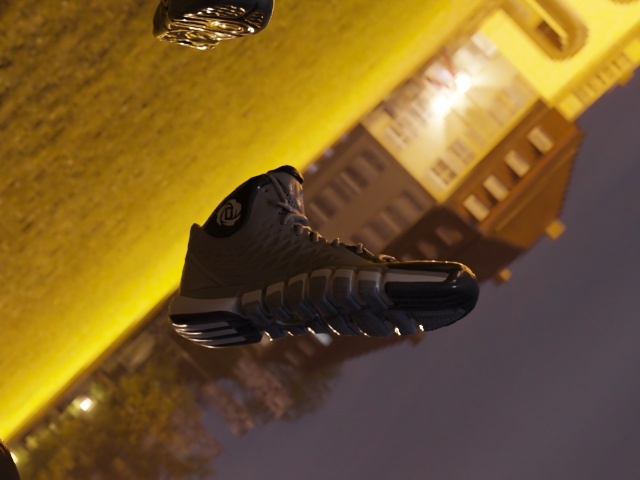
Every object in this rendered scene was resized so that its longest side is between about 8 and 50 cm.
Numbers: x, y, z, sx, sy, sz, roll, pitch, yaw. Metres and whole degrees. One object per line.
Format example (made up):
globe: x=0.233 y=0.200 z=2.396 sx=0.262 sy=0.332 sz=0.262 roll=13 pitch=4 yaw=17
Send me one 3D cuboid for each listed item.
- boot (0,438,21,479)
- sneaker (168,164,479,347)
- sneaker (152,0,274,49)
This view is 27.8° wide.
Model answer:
boot: x=-0.298 y=0.247 z=0.949 sx=0.165 sy=0.213 sz=0.077 roll=-4 pitch=177 yaw=29
sneaker: x=0.000 y=0.000 z=0.937 sx=0.086 sy=0.229 sz=0.132 roll=59 pitch=30 yaw=-59
sneaker: x=-0.096 y=-0.249 z=1.183 sx=0.227 sy=0.087 sz=0.130 roll=-166 pitch=-95 yaw=-72
